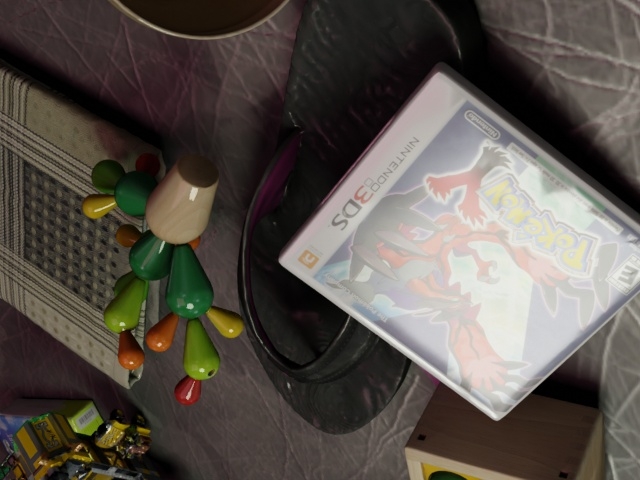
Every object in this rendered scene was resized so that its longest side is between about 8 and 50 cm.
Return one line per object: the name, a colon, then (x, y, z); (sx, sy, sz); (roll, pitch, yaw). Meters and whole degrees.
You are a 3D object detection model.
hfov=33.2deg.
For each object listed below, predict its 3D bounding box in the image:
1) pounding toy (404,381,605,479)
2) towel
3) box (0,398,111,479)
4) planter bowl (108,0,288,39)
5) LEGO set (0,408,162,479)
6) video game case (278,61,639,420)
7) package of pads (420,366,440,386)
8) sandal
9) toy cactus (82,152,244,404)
pounding toy: (0.182, 0.217, 0.820); (0.206, 0.094, 0.181); (10, 133, 27)
towel: (-0.281, -0.036, 1.083); (0.324, 0.056, 0.312); (32, 132, 21)
box: (-0.323, 0.249, 1.318); (0.178, 0.042, 0.109); (-6, 115, 41)
planter bowl: (-0.096, -0.216, 0.728); (0.162, 0.162, 0.109); (65, 163, -17)
LEGO set: (-0.275, 0.359, 1.139); (0.192, 0.331, 0.255); (47, -179, 35)
video game case: (0.102, 0.009, 0.727); (0.201, 0.023, 0.183); (36, 118, -8)
package of pads: (0.115, 0.086, 0.843); (0.050, 0.032, 0.083); (49, 138, 0)
sandal: (-0.002, -0.002, 0.820); (0.168, 0.107, 0.445); (28, 134, 21)
toy cactus: (-0.116, 0.004, 0.855); (0.180, 0.112, 0.219); (-55, 45, 45)
